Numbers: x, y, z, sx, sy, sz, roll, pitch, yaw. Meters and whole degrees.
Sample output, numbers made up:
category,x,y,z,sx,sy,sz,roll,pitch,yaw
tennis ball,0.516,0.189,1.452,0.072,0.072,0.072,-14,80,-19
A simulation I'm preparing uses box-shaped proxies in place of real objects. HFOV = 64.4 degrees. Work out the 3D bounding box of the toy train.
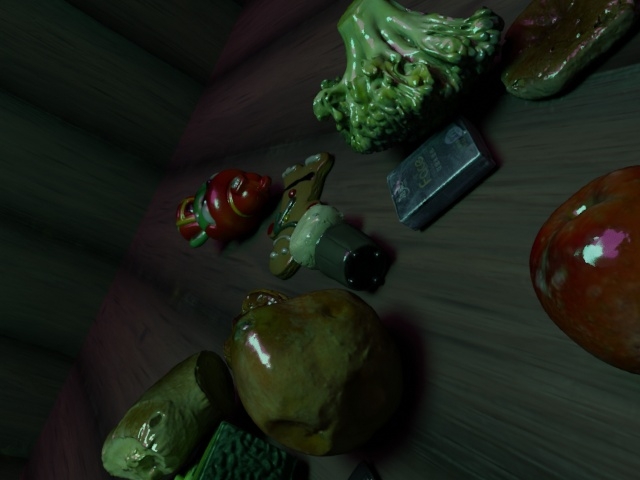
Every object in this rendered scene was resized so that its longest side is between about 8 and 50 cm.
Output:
category,x,y,z,sx,sy,sz,roll,pitch,yaw
toy train,-0.145,0.398,0.703,0.188,0.158,0.272,-58,5,33

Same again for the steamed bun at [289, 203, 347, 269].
category,x,y,z,sx,sy,sz,roll,pitch,yaw
steamed bun,0.000,0.000,0.916,0.113,0.090,0.130,-65,14,-23

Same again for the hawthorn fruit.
category,x,y,z,sx,sy,sz,roll,pitch,yaw
hawthorn fruit,0.255,0.023,0.402,0.173,0.172,0.173,-39,37,37

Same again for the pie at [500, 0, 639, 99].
category,x,y,z,sx,sy,sz,roll,pitch,yaw
pie,0.322,-0.280,0.680,0.195,0.046,0.195,-40,34,35

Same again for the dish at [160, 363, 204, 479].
category,x,y,z,sx,sy,sz,roll,pitch,yaw
dish,-0.308,0.404,1.090,0.260,0.085,0.261,-41,34,37

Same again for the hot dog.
category,x,y,z,sx,sy,sz,roll,pitch,yaw
hot dog,-0.106,0.173,0.944,0.226,0.099,0.161,-15,54,50

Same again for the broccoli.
category,x,y,z,sx,sy,sz,roll,pitch,yaw
broccoli,0.113,-0.272,0.781,0.288,0.246,0.248,-40,11,12

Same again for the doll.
category,x,y,z,sx,sy,sz,roll,pitch,yaw
doll,-0.237,-0.090,1.310,0.362,0.160,0.183,-22,49,47

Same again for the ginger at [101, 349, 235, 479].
category,x,y,z,sx,sy,sz,roll,pitch,yaw
ginger,-0.252,0.298,0.857,0.221,0.130,0.276,-39,-3,-6

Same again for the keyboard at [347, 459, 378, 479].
category,x,y,z,sx,sy,sz,roll,pitch,yaw
keyboard,-0.007,0.430,0.644,0.310,0.018,0.101,-58,30,8

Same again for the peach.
category,x,y,z,sx,sy,sz,roll,pitch,yaw
peach,-0.010,0.160,0.659,0.214,0.235,0.215,-27,47,33

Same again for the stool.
category,x,y,z,sx,sy,sz,roll,pitch,yaw
stool,0.049,0.027,0.818,0.096,0.096,0.110,-60,33,4

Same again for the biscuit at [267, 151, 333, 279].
category,x,y,z,sx,sy,sz,roll,pitch,yaw
biscuit,-0.056,-0.060,1.110,0.196,0.049,0.302,-23,48,52

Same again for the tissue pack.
category,x,y,z,sx,sy,sz,roll,pitch,yaw
tissue pack,0.175,-0.101,0.760,0.156,0.051,0.113,-43,34,30
